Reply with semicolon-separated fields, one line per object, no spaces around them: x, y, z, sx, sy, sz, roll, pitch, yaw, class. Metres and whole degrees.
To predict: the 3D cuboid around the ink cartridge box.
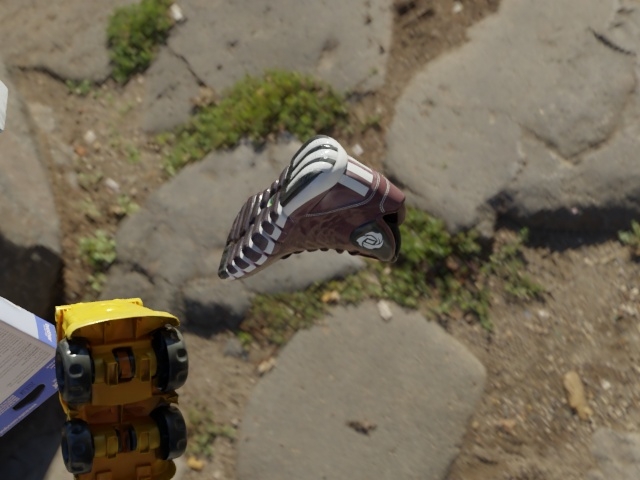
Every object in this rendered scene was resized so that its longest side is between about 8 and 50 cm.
-0.493;0.145;1.766;0.186;0.311;0.065;-40;41;16;ink cartridge box

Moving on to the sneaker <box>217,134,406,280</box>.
0.000;0.000;1.478;0.281;0.162;0.106;-40;30;55;sneaker

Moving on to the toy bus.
-0.267;0.177;1.625;0.211;0.149;0.220;25;117;60;toy bus

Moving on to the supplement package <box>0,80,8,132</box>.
-0.432;-0.132;1.372;0.179;0.105;0.105;-28;33;8;supplement package
